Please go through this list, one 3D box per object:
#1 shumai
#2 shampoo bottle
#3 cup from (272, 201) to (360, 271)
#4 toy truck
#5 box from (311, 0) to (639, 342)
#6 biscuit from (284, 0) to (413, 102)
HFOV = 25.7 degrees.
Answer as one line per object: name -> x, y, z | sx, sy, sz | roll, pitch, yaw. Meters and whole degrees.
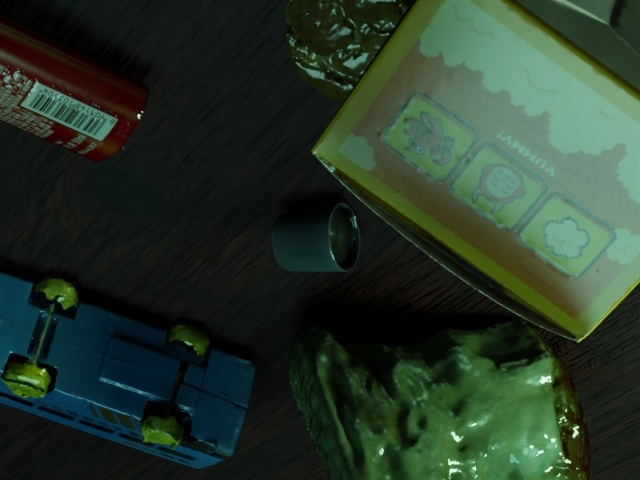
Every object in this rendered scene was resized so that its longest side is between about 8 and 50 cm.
shumai -> 0.157, 0.242, 1.722 | 0.323, 0.398, 0.324 | -24, 162, -3
shampoo bottle -> -0.329, -0.176, 1.396 | 0.314, 0.076, 0.118 | 24, 145, -29
cup -> 0.000, 0.000, 1.593 | 0.077, 0.078, 0.100 | -5, 172, 29
toy truck -> -0.285, 0.174, 1.826 | 0.384, 0.161, 0.162 | 21, 152, -16
box -> 0.180, -0.119, 1.117 | 0.259, 0.283, 0.214 | 35, 124, -1
biscuit -> 0.072, -0.192, 1.333 | 0.225, 0.042, 0.226 | 6, 143, 5
